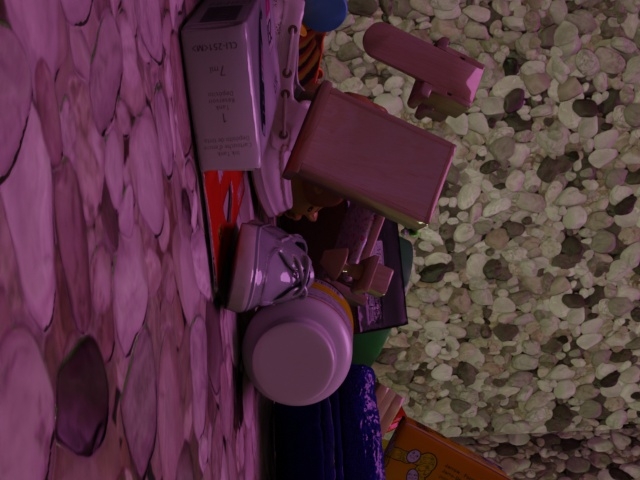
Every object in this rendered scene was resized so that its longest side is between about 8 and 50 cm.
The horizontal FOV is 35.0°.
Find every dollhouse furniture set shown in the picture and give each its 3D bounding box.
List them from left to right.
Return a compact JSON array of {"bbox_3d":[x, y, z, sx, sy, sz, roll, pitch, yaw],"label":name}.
[{"bbox_3d":[0.025,-0.087,1.309,0.303,0.174,0.355,-68,-169,-13],"label":"dollhouse furniture set"}]

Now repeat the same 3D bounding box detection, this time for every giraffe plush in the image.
[{"bbox_3d":[-0.016,-0.115,1.437,0.210,0.181,0.170,-3,-102,59],"label":"giraffe plush"}]

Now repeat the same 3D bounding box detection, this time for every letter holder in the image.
[{"bbox_3d":[0.000,0.000,1.646,0.152,0.214,0.301,-3,87,-55],"label":"letter holder"}]

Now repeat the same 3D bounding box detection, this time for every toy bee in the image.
[{"bbox_3d":[-0.031,-0.387,1.525,0.195,0.162,0.298,-118,-131,-78],"label":"toy bee"}]

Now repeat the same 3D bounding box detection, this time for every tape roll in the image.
[{"bbox_3d":[0.074,0.131,1.975,0.321,0.077,0.321,-156,-90,-80],"label":"tape roll"}]

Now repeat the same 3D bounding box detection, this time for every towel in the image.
[{"bbox_3d":[-0.003,0.317,1.222,0.228,0.076,0.308,-36,-129,54],"label":"towel"}]

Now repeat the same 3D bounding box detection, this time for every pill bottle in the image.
[{"bbox_3d":[-0.023,0.110,1.112,0.215,0.117,0.117,-67,153,-83],"label":"pill bottle"}]

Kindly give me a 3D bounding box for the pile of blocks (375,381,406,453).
[{"bbox_3d":[0.070,0.422,1.838,0.149,0.113,0.362,-32,-150,53],"label":"pile of blocks"}]

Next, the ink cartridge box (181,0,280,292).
[{"bbox_3d":[-0.073,-0.115,0.974,0.275,0.060,0.239,-86,171,-67],"label":"ink cartridge box"}]

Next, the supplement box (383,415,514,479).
[{"bbox_3d":[0.135,0.482,1.606,0.356,0.195,0.194,-62,174,-4],"label":"supplement box"}]

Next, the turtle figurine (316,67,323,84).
[{"bbox_3d":[-0.015,-0.251,1.968,0.269,0.087,0.217,-82,168,-76],"label":"turtle figurine"}]

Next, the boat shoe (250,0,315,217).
[{"bbox_3d":[-0.042,-0.158,1.232,0.098,0.096,0.277,-91,177,-64],"label":"boat shoe"}]

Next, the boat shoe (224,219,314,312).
[{"bbox_3d":[-0.045,0.023,1.004,0.227,0.081,0.079,-77,179,-81],"label":"boat shoe"}]

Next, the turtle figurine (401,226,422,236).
[{"bbox_3d":[0.073,-0.013,1.825,0.274,0.198,0.266,131,-19,-80],"label":"turtle figurine"}]
